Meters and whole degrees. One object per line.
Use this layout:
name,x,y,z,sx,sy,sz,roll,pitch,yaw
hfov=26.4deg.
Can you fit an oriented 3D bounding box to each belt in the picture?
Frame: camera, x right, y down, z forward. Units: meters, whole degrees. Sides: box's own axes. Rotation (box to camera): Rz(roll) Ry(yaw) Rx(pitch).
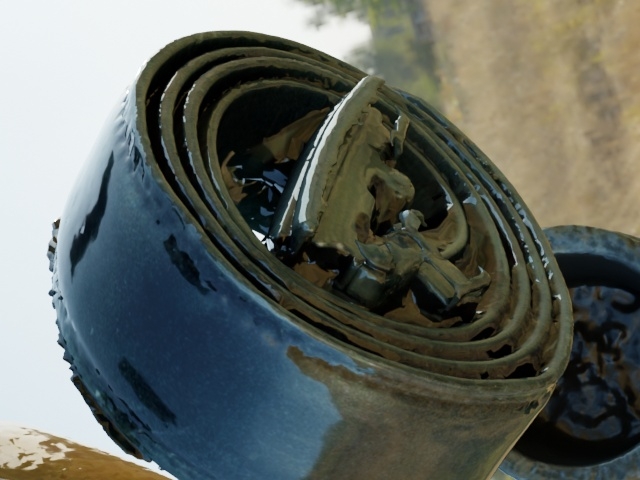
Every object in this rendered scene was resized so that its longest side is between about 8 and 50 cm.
belt,0.000,0.000,0.573,0.206,0.116,0.267,25,-152,-15

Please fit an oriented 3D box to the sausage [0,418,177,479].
sausage,-0.118,0.177,0.731,0.134,0.354,0.116,-45,-34,-46

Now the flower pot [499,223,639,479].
flower pot,0.248,0.133,1.309,0.283,0.299,0.299,15,-122,-72
